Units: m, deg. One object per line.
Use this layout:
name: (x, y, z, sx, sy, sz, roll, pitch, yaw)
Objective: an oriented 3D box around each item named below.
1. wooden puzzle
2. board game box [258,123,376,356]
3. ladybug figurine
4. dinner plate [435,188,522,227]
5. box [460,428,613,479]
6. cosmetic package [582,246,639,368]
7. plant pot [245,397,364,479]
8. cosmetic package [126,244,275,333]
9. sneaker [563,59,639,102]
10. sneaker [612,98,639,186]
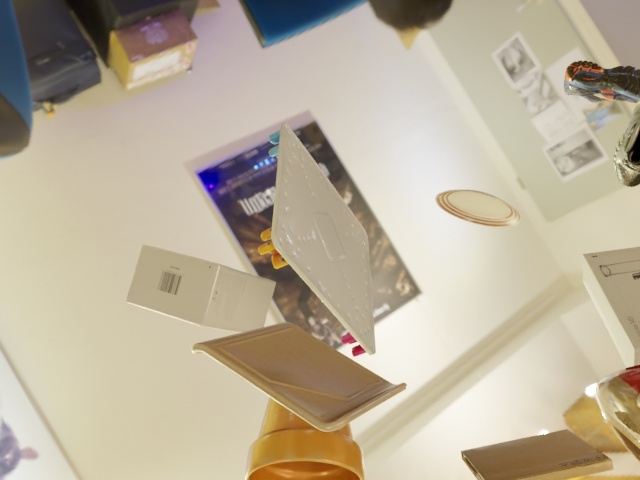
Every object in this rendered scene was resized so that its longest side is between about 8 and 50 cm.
wooden puzzle: (-0.026, 0.183, 0.910, 0.221, 0.238, 0.044, -2, 111, -61)
board game box: (0.000, 0.000, 1.428, 0.050, 0.390, 0.390, -23, -141, 20)
ladybug figurine: (0.639, 0.345, 1.146, 0.162, 0.305, 0.449, -44, 133, 3)
dinner plate: (0.255, -0.055, 1.067, 0.141, 0.141, 0.017, 135, -25, -76)
box: (0.353, 0.366, 1.105, 0.201, 0.021, 0.164, -11, -179, -3)
cosmetic package: (0.779, 0.141, 1.474, 0.284, 0.098, 0.377, -10, -152, 9)
plant pot: (-0.025, 0.344, 1.190, 0.205, 0.205, 0.188, -33, -141, 33)
cosmetic package: (-0.262, 0.115, 1.476, 0.224, 0.138, 0.224, 12, 175, 31)
sneaker: (0.691, -0.371, 1.591, 0.087, 0.221, 0.083, 90, 17, -68)
sneaker: (0.654, -0.177, 1.380, 0.132, 0.086, 0.229, -55, 150, -37)
